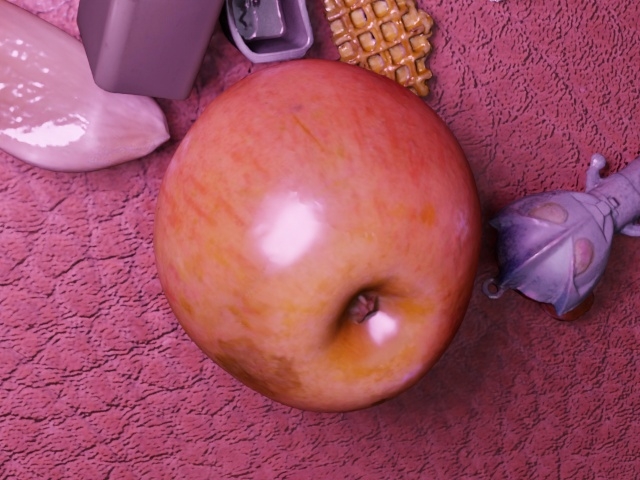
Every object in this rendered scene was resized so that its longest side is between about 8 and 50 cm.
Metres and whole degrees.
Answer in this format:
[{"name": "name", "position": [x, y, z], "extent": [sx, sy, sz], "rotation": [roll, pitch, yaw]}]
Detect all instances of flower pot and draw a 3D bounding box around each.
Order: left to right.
[{"name": "flower pot", "position": [-0.059, -0.313, 1.053], "extent": [0.103, 0.108, 0.229], "rotation": [1, 107, -14]}]

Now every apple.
[{"name": "apple", "position": [0.000, 0.000, 1.032], "extent": [0.363, 0.364, 0.364], "rotation": [-4, 107, -12]}]

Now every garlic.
[{"name": "garlic", "position": [-0.317, -0.165, 1.032], "extent": [0.318, 0.112, 0.143], "rotation": [33, 82, -13]}]

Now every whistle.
[{"name": "whistle", "position": [0.341, -0.026, 1.226], "extent": [0.346, 0.142, 0.134], "rotation": [-33, 147, -14]}]

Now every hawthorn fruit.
[{"name": "hawthorn fruit", "position": [0.308, 0.063, 1.275], "extent": [0.103, 0.067, 0.067], "rotation": [38, 95, -9]}]

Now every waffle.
[{"name": "waffle", "position": [0.058, -0.216, 1.141], "extent": [0.160, 0.046, 0.192], "rotation": [8, 106, -18]}]

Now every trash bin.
[{"name": "trash bin", "position": [-0.160, -0.281, 0.962], "extent": [0.122, 0.164, 0.241], "rotation": [2, 130, -27]}]
